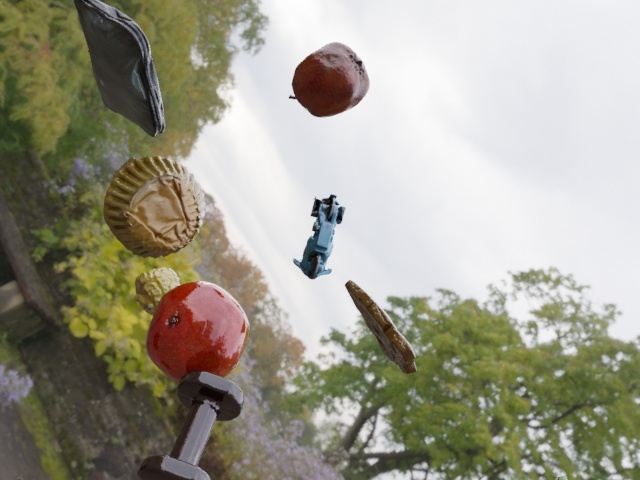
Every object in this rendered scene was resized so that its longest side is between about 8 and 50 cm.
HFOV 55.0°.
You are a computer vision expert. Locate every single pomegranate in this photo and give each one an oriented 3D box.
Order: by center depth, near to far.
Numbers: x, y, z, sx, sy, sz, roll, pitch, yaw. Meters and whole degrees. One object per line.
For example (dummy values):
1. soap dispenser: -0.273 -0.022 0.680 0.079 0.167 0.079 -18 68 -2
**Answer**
1. pomegranate: -0.260 0.206 1.347 0.221 0.221 0.257 56 -5 18

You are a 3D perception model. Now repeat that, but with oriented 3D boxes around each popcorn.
1. popcorn: -0.514 0.166 1.961 0.180 0.170 0.180 22 -37 18

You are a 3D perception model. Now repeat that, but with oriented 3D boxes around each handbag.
1. handbag: -0.438 -0.377 1.354 0.191 0.075 0.332 34 -28 16

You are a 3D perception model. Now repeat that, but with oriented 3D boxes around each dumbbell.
1. dumbbell: -0.238 0.367 1.150 0.140 0.225 0.124 21 -45 -3

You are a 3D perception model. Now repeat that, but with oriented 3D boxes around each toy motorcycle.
1. toy motorcycle: 0.000 0.000 1.852 0.123 0.272 0.182 17 -18 -6

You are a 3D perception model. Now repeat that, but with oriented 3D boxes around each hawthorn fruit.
1. hawthorn fruit: 0.012 -0.446 1.765 0.253 0.205 0.205 -22 -81 34

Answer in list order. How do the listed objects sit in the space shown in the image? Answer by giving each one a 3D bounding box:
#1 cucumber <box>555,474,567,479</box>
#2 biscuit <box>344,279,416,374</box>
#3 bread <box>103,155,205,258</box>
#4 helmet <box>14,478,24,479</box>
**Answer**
1. cucumber: 0.493 0.578 1.330 0.037 0.155 0.037 34 -1 1
2. biscuit: 0.166 0.230 1.664 0.301 0.043 0.278 56 -9 1
3. bread: -0.362 -0.069 1.384 0.139 0.240 0.240 24 -38 50
4. helmet: -0.633 0.565 1.300 0.098 0.070 0.123 -29 -105 36
